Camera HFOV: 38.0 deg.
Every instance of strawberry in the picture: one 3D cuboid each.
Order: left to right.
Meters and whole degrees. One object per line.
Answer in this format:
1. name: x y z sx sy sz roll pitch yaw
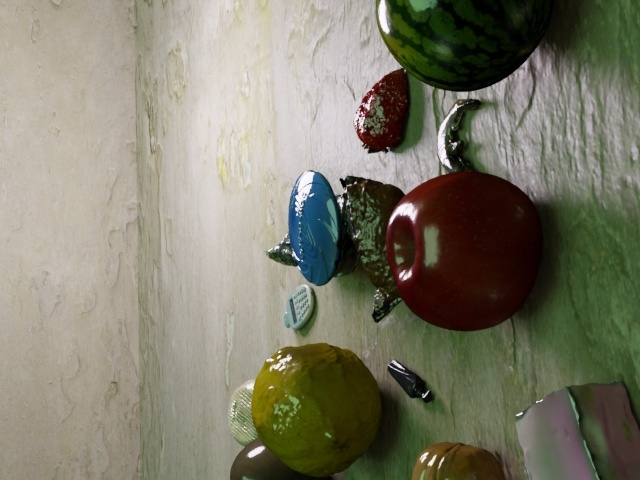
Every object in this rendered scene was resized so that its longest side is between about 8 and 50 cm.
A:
1. strawberry: 0.125 -0.266 1.895 0.146 0.082 0.187 45 123 48

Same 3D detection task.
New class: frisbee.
1. frisbee: -0.024 -0.025 1.919 0.242 0.045 0.242 16 108 63

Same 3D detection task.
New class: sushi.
1. sushi: 0.121 0.004 1.798 0.140 0.149 0.287 -14 91 29

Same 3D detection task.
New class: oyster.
1. oyster: -0.002 -0.001 2.060 0.351 0.158 0.162 -19 36 50

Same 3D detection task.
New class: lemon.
1. lemon: -0.012 0.339 1.912 0.322 0.268 0.268 38 121 58

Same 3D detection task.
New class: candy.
1. candy: 0.375 0.338 1.278 0.155 0.115 0.265 125 139 -49

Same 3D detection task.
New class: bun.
1. bun: -0.156 0.439 2.374 0.164 0.111 0.188 28 111 43

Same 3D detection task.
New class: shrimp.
1. shrimp: 0.261 -0.174 1.649 0.148 0.035 0.195 -68 31 30

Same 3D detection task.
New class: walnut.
1. walnut: 0.228 0.432 1.527 0.165 0.165 0.197 -14 84 63

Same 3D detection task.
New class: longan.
1. longan: -0.081 0.549 2.083 0.248 0.248 0.248 -9 80 63

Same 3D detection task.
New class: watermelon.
1. watermelon: 0.223 -0.377 1.459 0.285 0.285 0.285 -9 80 63

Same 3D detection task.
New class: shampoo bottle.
1. shampoo bottle: 0.172 0.275 1.795 0.137 0.027 0.048 -141 56 -58

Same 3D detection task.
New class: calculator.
1. calculator: -0.053 0.165 2.270 0.153 0.021 0.095 -52 43 49

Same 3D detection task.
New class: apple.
1. apple: 0.227 0.017 1.498 0.260 0.216 0.261 180 90 -66
